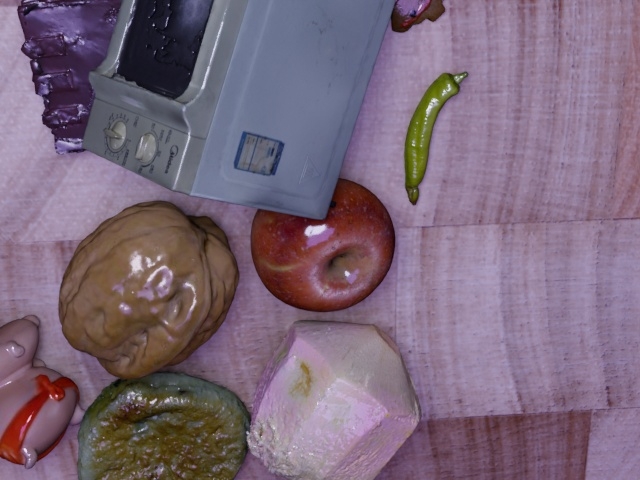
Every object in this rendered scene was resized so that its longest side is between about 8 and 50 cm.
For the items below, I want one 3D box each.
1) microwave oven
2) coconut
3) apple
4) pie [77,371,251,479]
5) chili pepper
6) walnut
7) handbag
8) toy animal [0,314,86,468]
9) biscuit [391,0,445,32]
[{"bbox_3d":[-0.093,-0.233,0.979,0.286,0.218,0.355,8,102,-50],"label":"microwave oven"},{"bbox_3d":[0.023,0.233,1.199,0.233,0.233,0.245,28,105,-13],"label":"coconut"},{"bbox_3d":[0.000,0.000,1.152,0.201,0.162,0.201,-11,124,-17],"label":"apple"},{"bbox_3d":[-0.241,0.321,1.271,0.276,0.078,0.277,-6,118,-12],"label":"pie"},{"bbox_3d":[0.148,-0.153,1.180,0.048,0.043,0.208,6,115,-33],"label":"chili pepper"},{"bbox_3d":[-0.238,0.073,1.128,0.224,0.257,0.257,22,108,-45],"label":"walnut"},{"bbox_3d":[-0.278,-0.228,1.088,0.216,0.074,0.203,-9,118,-1],"label":"handbag"},{"bbox_3d":[-0.439,0.224,1.189,0.171,0.171,0.198,-27,95,4],"label":"toy animal"},{"bbox_3d":[0.119,-0.352,1.118,0.130,0.019,0.119,41,101,-15],"label":"biscuit"}]
